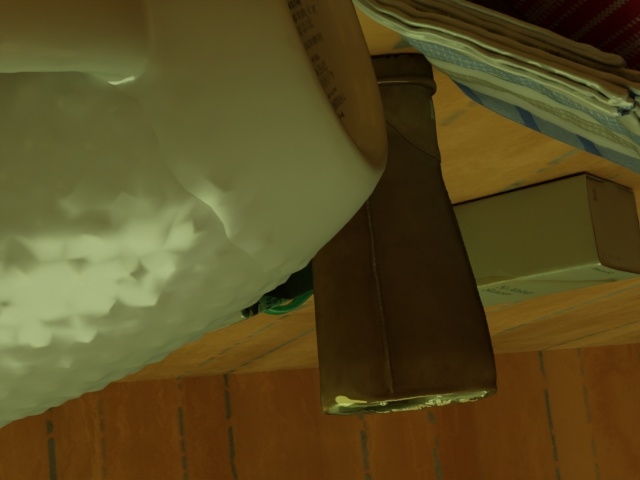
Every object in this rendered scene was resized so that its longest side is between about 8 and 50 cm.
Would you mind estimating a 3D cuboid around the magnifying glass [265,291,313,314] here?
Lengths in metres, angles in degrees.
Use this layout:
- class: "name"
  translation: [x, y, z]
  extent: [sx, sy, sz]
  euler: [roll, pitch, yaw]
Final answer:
- class: "magnifying glass"
  translation: [-0.003, 0.039, 1.644]
  extent: [0.231, 0.092, 0.026]
  euler: [-11, 169, -34]

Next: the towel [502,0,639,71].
- class: "towel"
  translation: [0.262, -0.118, 0.780]
  extent: [0.275, 0.031, 0.199]
  euler: [33, 161, -7]

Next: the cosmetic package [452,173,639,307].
- class: "cosmetic package"
  translation: [0.224, 0.014, 1.549]
  extent: [0.309, 0.113, 0.160]
  euler: [-13, 167, 34]

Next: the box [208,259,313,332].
- class: "box"
  translation: [-0.050, 0.041, 1.435]
  extent: [0.322, 0.058, 0.232]
  euler: [-23, -178, -43]

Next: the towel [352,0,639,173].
- class: "towel"
  translation: [0.149, -0.105, 0.872]
  extent: [0.209, 0.034, 0.285]
  euler: [26, -178, 23]

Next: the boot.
- class: "boot"
  translation: [0.000, 0.000, 0.958]
  extent: [0.236, 0.269, 0.089]
  euler: [-8, 166, 6]

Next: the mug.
- class: "mug"
  translation: [-0.159, -0.053, 0.560]
  extent: [0.328, 0.276, 0.374]
  euler: [-19, 179, 13]
